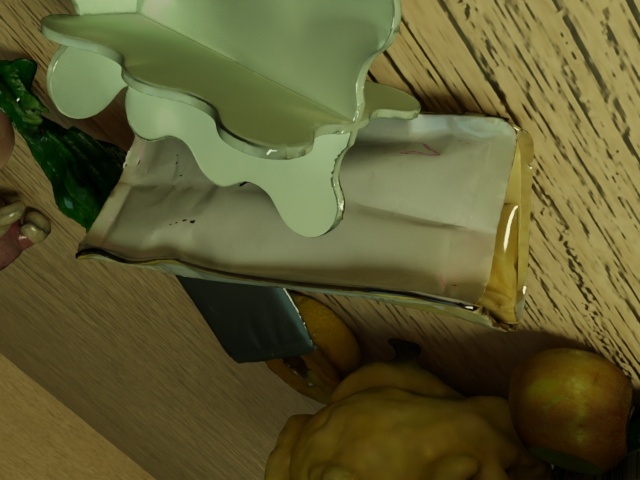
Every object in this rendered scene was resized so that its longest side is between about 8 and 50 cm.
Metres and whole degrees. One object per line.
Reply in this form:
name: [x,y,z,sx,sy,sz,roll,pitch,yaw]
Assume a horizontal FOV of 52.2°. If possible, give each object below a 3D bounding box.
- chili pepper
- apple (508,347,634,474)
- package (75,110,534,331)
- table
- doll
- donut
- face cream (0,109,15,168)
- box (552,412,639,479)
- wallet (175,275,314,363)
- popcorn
chili pepper: [-0.270,-0.094,0.702,0.253,0.083,0.099,46,143,12]
apple: [0.221,0.148,0.581,0.102,0.099,0.114,7,155,29]
package: [0.004,-0.033,0.526,0.312,0.164,0.221,8,175,25]
table: [-0.051,-0.108,0.405,0.198,0.166,0.166,31,150,24]
doll: [-0.549,-0.060,0.981,0.196,0.152,0.256,-18,144,16]
donut: [-0.016,0.134,0.822,0.162,0.065,0.178,22,148,29]
face cream: [-0.446,-0.146,0.766,0.149,0.149,0.104,32,148,6]
box: [0.335,0.258,0.620,0.180,0.103,0.250,29,150,9]
wallet: [-0.107,0.028,0.731,0.169,0.052,0.245,-17,106,46]
popcorn: [0.090,0.248,0.708,0.298,0.280,0.316,3,166,3]
